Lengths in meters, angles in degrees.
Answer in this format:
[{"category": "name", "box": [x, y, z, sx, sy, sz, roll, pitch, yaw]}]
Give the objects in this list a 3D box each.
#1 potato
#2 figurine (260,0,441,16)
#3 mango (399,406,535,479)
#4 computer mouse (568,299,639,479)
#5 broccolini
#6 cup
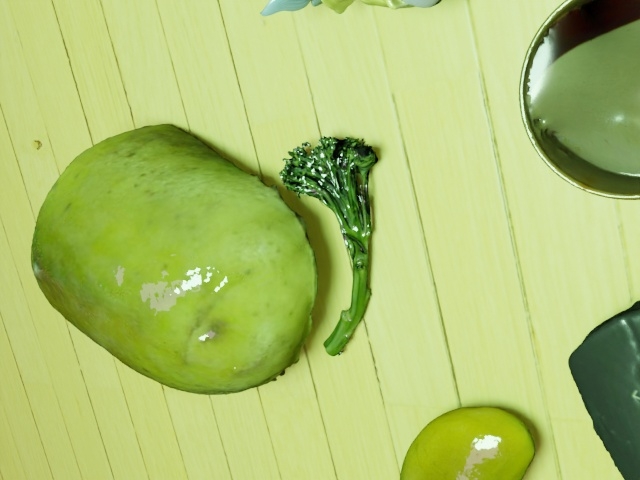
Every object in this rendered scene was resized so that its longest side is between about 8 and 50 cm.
[{"category": "potato", "box": [-0.165, 0.053, 0.822, 0.280, 0.213, 0.330, 15, 115, 44]}, {"category": "figurine", "box": [0.035, -0.269, 0.650, 0.184, 0.128, 0.208, 55, 137, 5]}, {"category": "mango", "box": [0.149, 0.250, 0.769, 0.122, 0.085, 0.191, 31, 112, 36]}, {"category": "computer mouse", "box": [0.328, 0.173, 0.595, 0.170, 0.100, 0.269, -34, 84, 37]}, {"category": "broccolini", "box": [0.001, 0.008, 0.816, 0.123, 0.062, 0.271, 24, 122, 40]}, {"category": "cup", "box": [0.243, -0.148, 0.498, 0.166, 0.177, 0.239, 25, 119, 29]}]
